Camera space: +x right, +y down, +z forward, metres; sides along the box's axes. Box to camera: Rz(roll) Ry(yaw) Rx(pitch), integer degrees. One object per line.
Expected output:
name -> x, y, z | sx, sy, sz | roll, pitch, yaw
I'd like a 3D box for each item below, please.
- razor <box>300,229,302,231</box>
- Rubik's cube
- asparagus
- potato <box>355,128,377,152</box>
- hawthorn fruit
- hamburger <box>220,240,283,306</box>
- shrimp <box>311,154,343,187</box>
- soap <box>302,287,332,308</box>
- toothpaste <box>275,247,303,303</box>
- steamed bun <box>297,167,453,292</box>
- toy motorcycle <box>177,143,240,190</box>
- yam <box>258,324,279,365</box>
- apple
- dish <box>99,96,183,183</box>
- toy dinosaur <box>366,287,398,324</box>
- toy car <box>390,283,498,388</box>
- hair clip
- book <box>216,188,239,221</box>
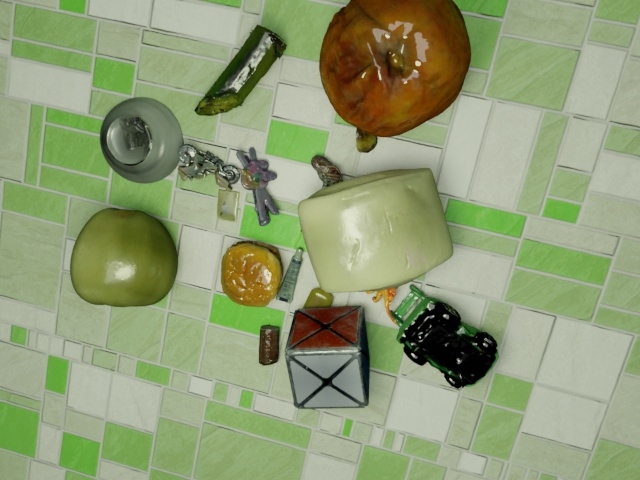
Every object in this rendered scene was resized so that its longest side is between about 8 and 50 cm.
razor -> -0.002, 0.002, 1.732 | 0.154, 0.044, 0.028 | 35, 133, -1
Rubik's cube -> 0.030, 0.394, 1.655 | 0.254, 0.259, 0.260 | -4, 114, 10
asparagus -> -0.272, -0.541, 1.638 | 0.128, 0.108, 0.382 | 42, 105, -2
potato -> 0.151, -0.336, 1.611 | 0.066, 0.103, 0.096 | 1, 101, 11
hawthorn fruit -> 0.200, -0.524, 1.406 | 0.471, 0.472, 0.472 | 1, 100, 8
hamburger -> -0.244, 0.116, 1.717 | 0.244, 0.163, 0.244 | 2, 102, 9
shrimp -> 0.037, -0.211, 1.668 | 0.073, 0.075, 0.190 | -41, 104, -19
soap -> -0.013, 0.237, 1.763 | 0.089, 0.045, 0.140 | 27, 106, 6
toothpaste -> -0.104, 0.126, 1.764 | 0.062, 0.037, 0.216 | 19, 106, 4
steamed bun -> 0.183, -0.027, 1.520 | 0.456, 0.290, 0.371 | -18, 92, -9
toy motorcycle -> -0.402, -0.242, 1.721 | 0.229, 0.094, 0.130 | 26, 107, -10
yam -> -0.189, 0.384, 1.802 | 0.079, 0.079, 0.141 | 3, 99, 8
apple -> -0.662, 0.068, 1.680 | 0.357, 0.357, 0.357 | 1, 100, 8
dish -> -0.654, -0.352, 1.726 | 0.316, 0.106, 0.316 | 1, 100, 8
toy dinosaur -> 0.207, 0.149, 1.687 | 0.117, 0.070, 0.288 | -39, 73, 5
toy car -> 0.413, 0.326, 1.657 | 0.358, 0.176, 0.213 | 34, 105, -3
hair clip -> -0.208, -0.186, 1.700 | 0.137, 0.090, 0.278 | -19, 101, -23
book -> -0.335, -0.124, 1.764 | 0.077, 0.014, 0.111 | 9, 101, 7
